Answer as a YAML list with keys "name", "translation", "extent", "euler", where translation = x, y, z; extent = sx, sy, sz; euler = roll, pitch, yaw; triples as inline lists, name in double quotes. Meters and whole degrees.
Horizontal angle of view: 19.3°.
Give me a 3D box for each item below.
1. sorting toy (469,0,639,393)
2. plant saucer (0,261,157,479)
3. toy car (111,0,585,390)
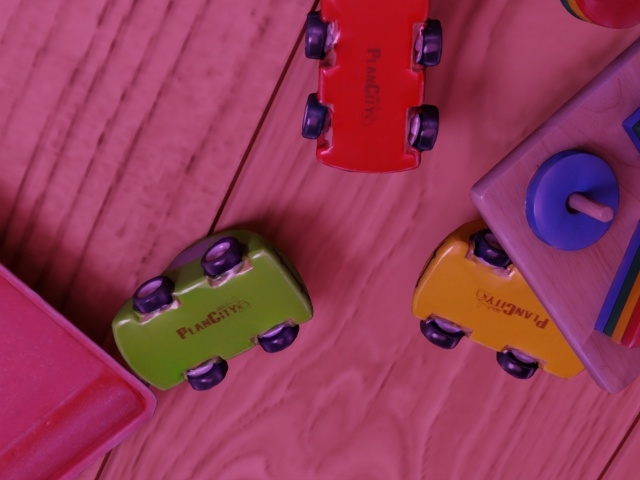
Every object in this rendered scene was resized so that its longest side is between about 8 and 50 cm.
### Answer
- name: "sorting toy"
  translation: [0.163, -0.005, 0.880]
  extent: [0.132, 0.046, 0.274]
  euler: [-41, 117, -10]
- name: "plant saucer"
  translation: [-0.258, 0.065, 0.961]
  extent: [0.259, 0.047, 0.258]
  euler: [-38, 113, 21]
- name: "toy car"
  translation: [0.000, 0.000, 0.916]
  extent: [0.225, 0.053, 0.239]
  euler: [-27, 116, 16]
